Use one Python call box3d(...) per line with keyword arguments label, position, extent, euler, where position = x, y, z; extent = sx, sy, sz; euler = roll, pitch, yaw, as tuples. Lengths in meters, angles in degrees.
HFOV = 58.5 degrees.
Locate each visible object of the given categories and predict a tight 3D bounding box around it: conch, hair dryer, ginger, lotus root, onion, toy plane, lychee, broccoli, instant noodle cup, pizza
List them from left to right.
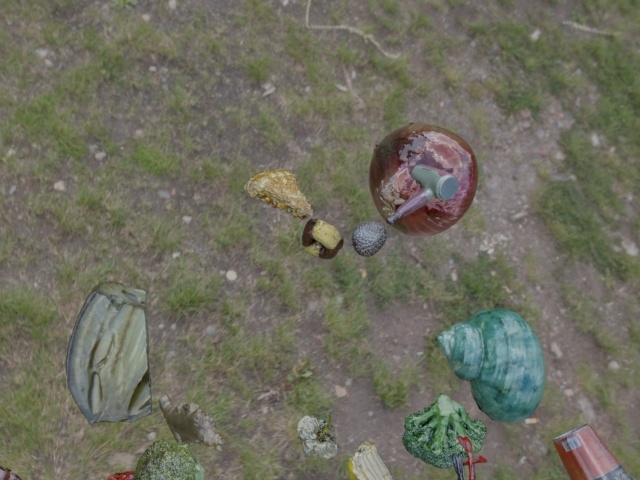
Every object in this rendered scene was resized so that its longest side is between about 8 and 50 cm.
box3d(label="lotus root", position=(-0.479, 0.253, 1.328), extent=(0.210, 0.142, 0.313), euler=(9, 94, -28))
box3d(label="broccoli", position=(-0.243, 0.388, 0.925), extent=(0.130, 0.131, 0.120), euler=(47, 17, 32))
box3d(label="ginger", position=(-0.415, 0.583, 1.798), extent=(0.080, 0.333, 0.166), euler=(-8, 90, -47))
box3d(label="pizza", position=(-0.095, -0.112, 1.527), extent=(0.199, 0.062, 0.188), euler=(43, 38, 22))
box3d(label="lychee", position=(0.097, -0.003, 1.164), extent=(0.067, 0.083, 0.068), euler=(57, 11, -25))
box3d(label="hair dryer", position=(0.190, -0.088, 1.146), extent=(0.154, 0.106, 0.054), euler=(-41, 127, -10))
box3d(label="onion", position=(0.296, -0.181, 1.709), extent=(0.354, 0.353, 0.353), euler=(9, 65, -21))
box3d(label="broccoli", position=(0.290, 0.455, 1.357), extent=(0.196, 0.156, 0.195), euler=(14, 26, -7))
box3d(label="toy plane", position=(0.195, 0.323, 0.730), extent=(0.060, 0.037, 0.145), euler=(33, 44, -33))
box3d(label="conch", position=(0.309, 0.218, 1.037), extent=(0.202, 0.134, 0.196), euler=(22, 84, 25))
box3d(label="instant noodle cup", position=(0.566, 0.468, 1.207), extent=(0.127, 0.127, 0.135), euler=(-13, 64, -29))

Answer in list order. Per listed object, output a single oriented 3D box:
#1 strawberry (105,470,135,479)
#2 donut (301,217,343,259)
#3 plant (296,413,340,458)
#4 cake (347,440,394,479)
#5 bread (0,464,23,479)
box3d(label="strawberry", position=(-0.461, 0.620, 1.263), extent=(0.202, 0.187, 0.184), euler=(-12, 67, -39))
box3d(label="donut", position=(0.000, 0.000, 1.666), extent=(0.140, 0.140, 0.059), euler=(34, 60, -8))
box3d(label="plant", position=(0.007, 0.475, 1.423), extent=(0.117, 0.122, 0.104), euler=(28, 24, -22))
box3d(label="cake", position=(0.119, 0.521, 1.228), extent=(0.116, 0.184, 0.080), euler=(32, 50, 28))
box3d(label="bread", position=(-0.708, 0.493, 1.111), extent=(0.244, 0.190, 0.123), euler=(12, 44, 15))
